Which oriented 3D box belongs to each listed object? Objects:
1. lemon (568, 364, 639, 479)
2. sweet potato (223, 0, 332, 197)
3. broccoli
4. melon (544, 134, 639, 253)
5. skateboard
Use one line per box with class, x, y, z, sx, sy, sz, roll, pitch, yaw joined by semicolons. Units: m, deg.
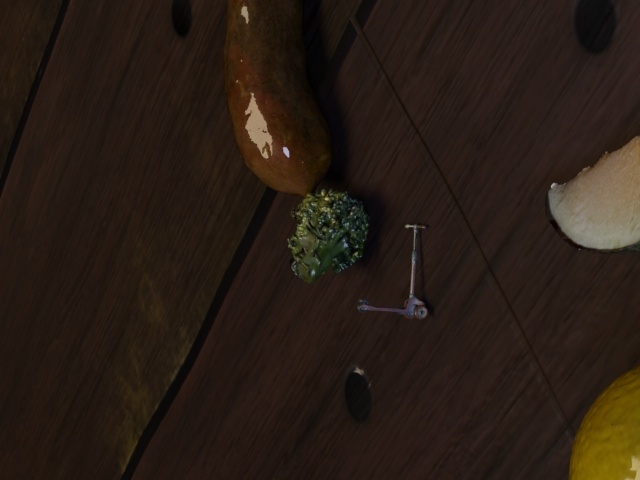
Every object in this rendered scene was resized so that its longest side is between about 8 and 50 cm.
lemon;0.253;0.170;1.221;0.187;0.187;0.244;-3;97;60
sweet potato;-0.048;-0.178;1.779;0.097;0.097;0.292;-21;75;59
broccoli;0.000;0.000;1.727;0.097;0.092;0.095;10;138;38
melon;0.222;-0.030;1.373;0.182;0.054;0.098;-39;55;55
skateboard;0.065;0.025;1.653;0.032;0.064;0.083;-179;95;-68
